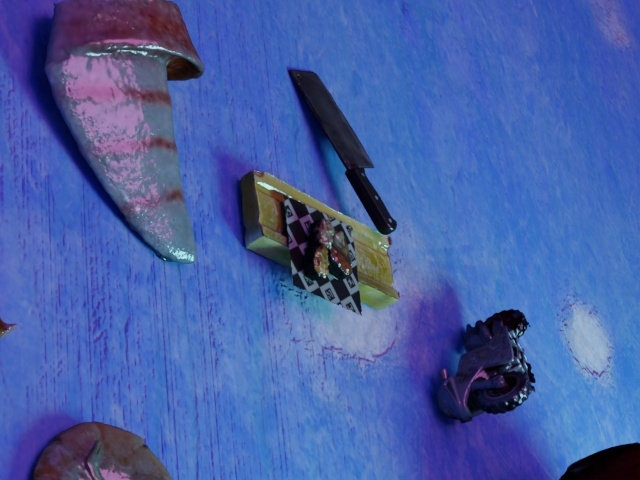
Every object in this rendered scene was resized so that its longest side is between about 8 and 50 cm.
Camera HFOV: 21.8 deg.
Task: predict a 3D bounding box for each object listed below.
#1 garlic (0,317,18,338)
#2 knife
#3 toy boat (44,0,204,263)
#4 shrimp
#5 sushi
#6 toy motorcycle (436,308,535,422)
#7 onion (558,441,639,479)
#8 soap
[{"bbox_3d":[-0.345,0.018,1.392,0.198,0.090,0.128,53,17,-6],"label":"garlic"},{"bbox_3d":[0.038,-0.112,2.055,0.072,0.019,0.245,-3,60,-56],"label":"knife"},{"bbox_3d":[-0.192,-0.110,1.713,0.206,0.096,0.282,-6,86,-50],"label":"toy boat"},{"bbox_3d":[-0.171,0.293,1.450,0.178,0.075,0.289,-3,71,-48],"label":"shrimp"},{"bbox_3d":[0.013,0.012,1.886,0.126,0.026,0.120,25,48,-45],"label":"sushi"},{"bbox_3d":[0.205,0.161,2.068,0.215,0.122,0.080,-80,146,-62],"label":"toy motorcycle"},{"bbox_3d":[0.395,0.394,1.980,0.341,0.341,0.341,35,42,-39],"label":"onion"},{"bbox_3d":[-0.001,0.000,1.935,0.252,0.037,0.092,26,46,-44],"label":"soap"}]
